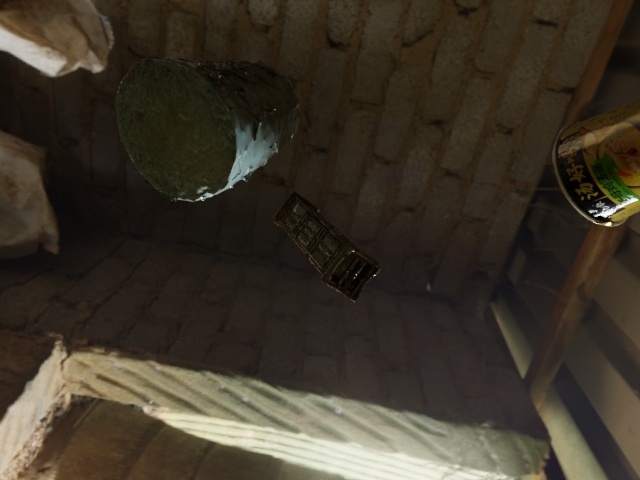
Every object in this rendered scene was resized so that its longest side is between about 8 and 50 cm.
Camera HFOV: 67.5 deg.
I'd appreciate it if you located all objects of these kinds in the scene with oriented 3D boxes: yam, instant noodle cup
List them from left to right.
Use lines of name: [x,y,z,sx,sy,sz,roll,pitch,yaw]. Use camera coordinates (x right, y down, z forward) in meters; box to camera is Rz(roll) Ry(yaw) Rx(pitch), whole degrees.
yam: [-0.179,-0.215,0.850,0.348,0.241,0.241,-52,157,-63]
instant noodle cup: [0.386,-0.105,0.591,0.122,0.151,0.151,140,-37,-63]

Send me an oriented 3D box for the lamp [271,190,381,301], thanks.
lamp: [0.000,0.000,0.986,0.089,0.090,0.325,-52,-149,6]
